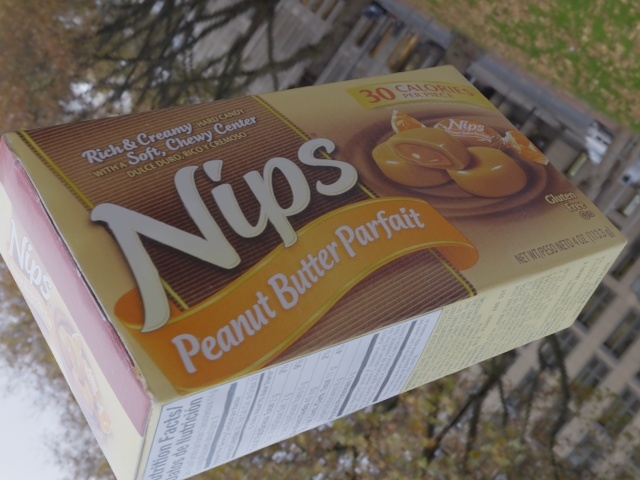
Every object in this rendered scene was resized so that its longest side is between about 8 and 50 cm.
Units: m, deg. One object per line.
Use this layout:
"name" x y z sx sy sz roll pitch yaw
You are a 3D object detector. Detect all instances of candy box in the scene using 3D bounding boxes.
"candy box" 0.000 0.000 0.548 0.316 0.088 0.183 -15 -128 -32
